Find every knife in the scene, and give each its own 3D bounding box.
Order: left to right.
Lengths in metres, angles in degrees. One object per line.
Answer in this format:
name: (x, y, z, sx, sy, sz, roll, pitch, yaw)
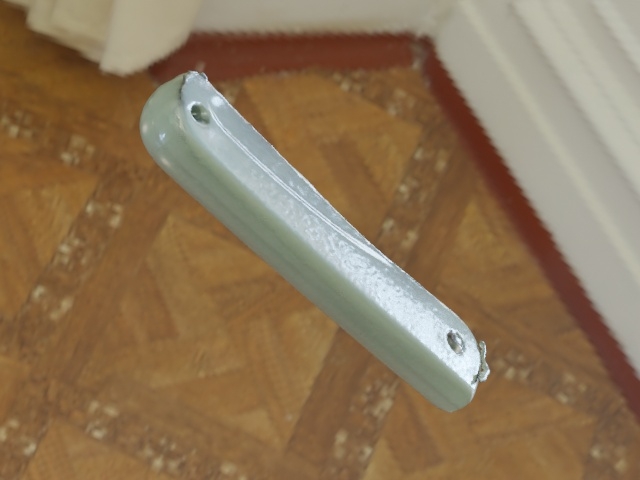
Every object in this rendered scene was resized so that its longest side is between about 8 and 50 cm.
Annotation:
knife: (0.000, 0.000, 0.584, 0.162, 0.023, 0.044, 42, 34, -24)
